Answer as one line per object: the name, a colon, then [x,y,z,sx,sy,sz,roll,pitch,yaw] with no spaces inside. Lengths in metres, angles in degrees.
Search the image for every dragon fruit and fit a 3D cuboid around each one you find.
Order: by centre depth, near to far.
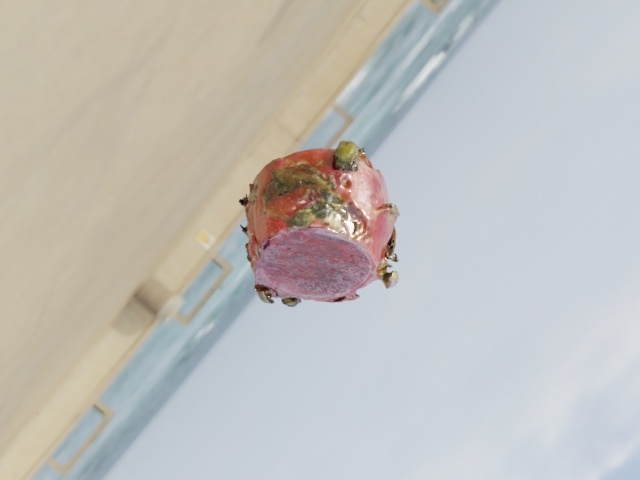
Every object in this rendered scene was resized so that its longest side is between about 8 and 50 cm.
dragon fruit: [0.000,0.000,1.433,0.282,0.211,0.147,124,-36,-46]
